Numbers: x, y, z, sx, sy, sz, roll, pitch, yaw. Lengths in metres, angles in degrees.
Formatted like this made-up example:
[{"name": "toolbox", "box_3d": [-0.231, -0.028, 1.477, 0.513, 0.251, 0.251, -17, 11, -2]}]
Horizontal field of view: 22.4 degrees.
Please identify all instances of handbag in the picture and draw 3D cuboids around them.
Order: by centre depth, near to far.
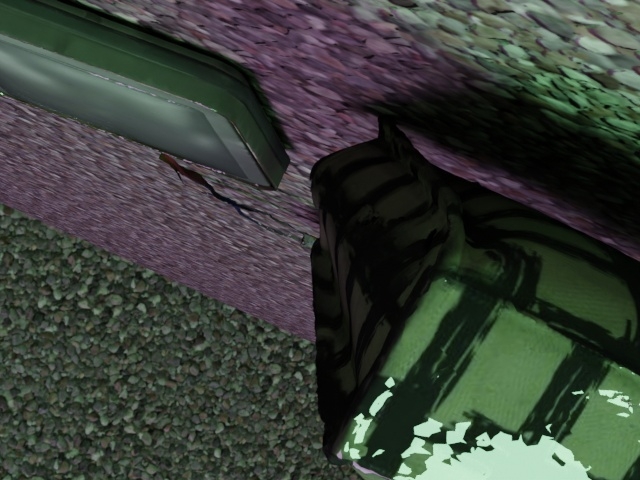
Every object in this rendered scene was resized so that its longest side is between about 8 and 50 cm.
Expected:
[{"name": "handbag", "box_3d": [0.152, 0.074, 0.948, 0.325, 0.162, 0.327, 26, -166, -14]}]

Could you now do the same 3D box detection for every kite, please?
[{"name": "kite", "box_3d": [-0.002, 0.003, 1.612, 0.360, 0.022, 0.204, 28, 179, 3]}]

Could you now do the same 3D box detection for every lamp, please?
[{"name": "lamp", "box_3d": [-0.162, -0.118, 1.214, 0.266, 0.047, 0.269, 22, 173, 9]}]

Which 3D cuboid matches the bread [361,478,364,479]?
[{"name": "bread", "box_3d": [0.147, 0.206, 1.038, 0.253, 0.142, 0.227, 1, -133, -42]}]
